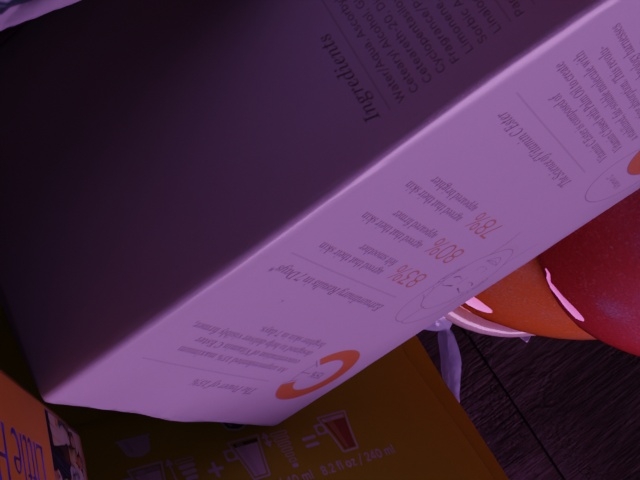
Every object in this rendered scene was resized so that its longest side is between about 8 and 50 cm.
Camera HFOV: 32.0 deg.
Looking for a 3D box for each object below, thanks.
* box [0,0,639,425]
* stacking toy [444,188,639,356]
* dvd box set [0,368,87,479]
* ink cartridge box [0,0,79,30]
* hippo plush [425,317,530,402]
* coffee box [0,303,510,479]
[{"bbox_3d":[0.028,-0.072,0.538,0.345,0.168,0.215,-35,156,15],"label":"box"},{"bbox_3d":[0.283,-0.024,0.657,0.351,0.350,0.480,-32,-145,-18],"label":"stacking toy"},{"bbox_3d":[-0.254,0.087,0.332,0.308,0.062,0.420,-12,163,-6],"label":"dvd box set"},{"bbox_3d":[-0.078,-0.132,0.270,0.275,0.060,0.239,-30,174,-32],"label":"ink cartridge box"},{"bbox_3d":[0.100,-0.039,1.138,0.234,0.294,0.236,-49,-173,18],"label":"hippo plush"},{"bbox_3d":[-0.108,0.214,0.747,0.338,0.338,0.334,-9,144,-35],"label":"coffee box"}]
